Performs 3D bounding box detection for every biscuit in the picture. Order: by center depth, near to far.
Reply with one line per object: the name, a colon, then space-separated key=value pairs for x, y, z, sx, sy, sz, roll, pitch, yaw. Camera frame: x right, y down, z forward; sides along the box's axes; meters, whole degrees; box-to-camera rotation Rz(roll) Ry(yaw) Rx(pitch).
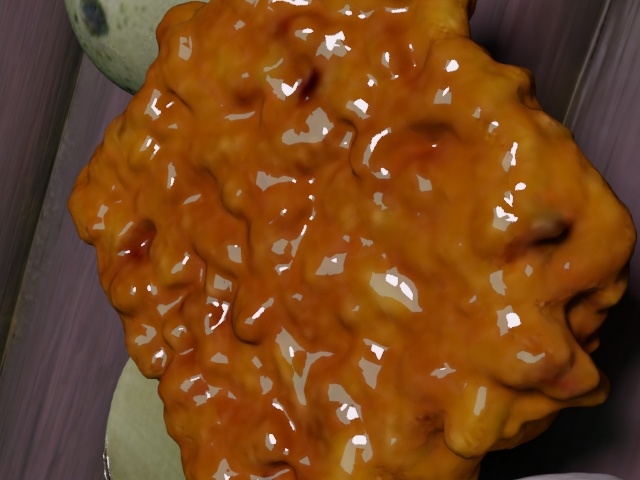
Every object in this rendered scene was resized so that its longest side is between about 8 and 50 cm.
biscuit: x=0.000 y=0.000 z=0.567 sx=0.318 sy=0.110 sz=0.312 roll=-41 pitch=64 yaw=29

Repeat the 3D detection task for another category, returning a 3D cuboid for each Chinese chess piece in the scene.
Chinese chess piece: x=-0.066 y=0.139 z=0.723 sx=0.188 sy=0.083 sz=0.188 roll=-9 pitch=76 yaw=38

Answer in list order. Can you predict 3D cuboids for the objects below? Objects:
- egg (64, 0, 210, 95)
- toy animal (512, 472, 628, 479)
egg: x=-0.072 y=-0.196 z=0.709 sx=0.228 sy=0.177 sz=0.177 roll=-48 pitch=56 yaw=14
toy animal: x=0.106 y=0.237 z=0.487 sx=0.272 sy=0.206 sz=0.265 roll=18 pitch=94 yaw=18
